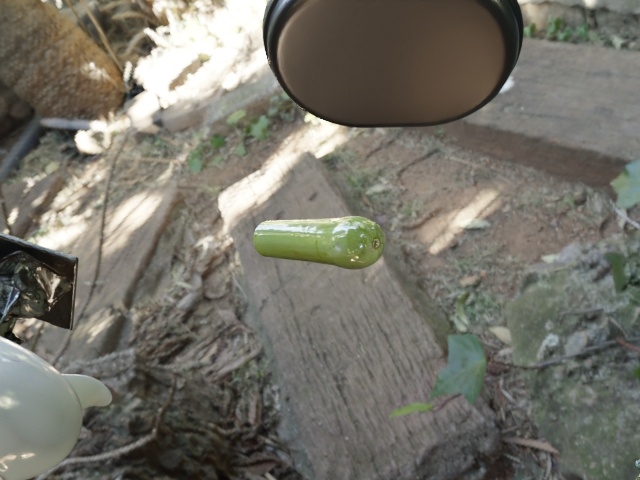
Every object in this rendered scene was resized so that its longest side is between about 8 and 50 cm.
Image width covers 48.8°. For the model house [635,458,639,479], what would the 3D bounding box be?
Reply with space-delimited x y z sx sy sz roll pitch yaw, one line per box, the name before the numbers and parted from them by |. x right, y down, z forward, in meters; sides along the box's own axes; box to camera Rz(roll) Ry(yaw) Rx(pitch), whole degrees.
model house | 0.383 0.364 0.855 0.211 0.170 0.194 -8 18 -5

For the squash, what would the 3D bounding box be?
squash | 0.000 0.000 1.099 0.250 0.083 0.083 3 45 46

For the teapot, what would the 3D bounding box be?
teapot | -0.325 0.133 0.645 0.204 0.298 0.139 -6 51 32

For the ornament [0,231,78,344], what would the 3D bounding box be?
ornament | -0.444 0.117 0.945 0.153 0.166 0.196 20 41 0

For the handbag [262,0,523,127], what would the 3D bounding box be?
handbag | 0.084 -0.240 0.850 0.308 0.254 0.093 0 54 7
